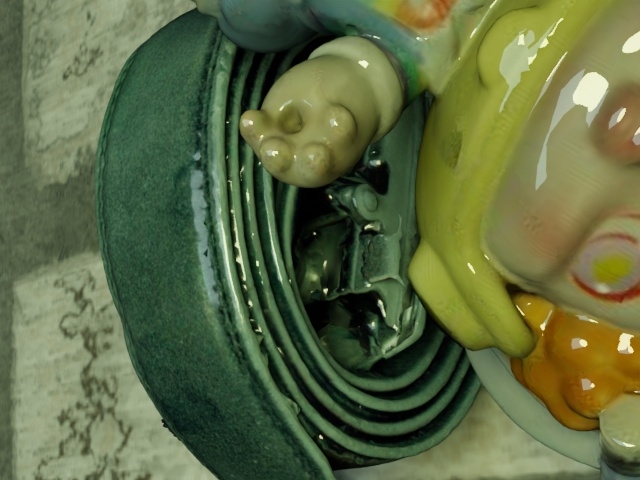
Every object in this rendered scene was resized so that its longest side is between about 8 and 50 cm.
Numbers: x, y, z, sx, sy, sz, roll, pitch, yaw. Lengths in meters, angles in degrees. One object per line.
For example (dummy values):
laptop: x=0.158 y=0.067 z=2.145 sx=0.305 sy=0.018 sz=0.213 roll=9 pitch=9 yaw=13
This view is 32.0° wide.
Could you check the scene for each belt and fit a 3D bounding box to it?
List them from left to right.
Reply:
belt: x=0.000 y=0.000 z=0.535 sx=0.116 sy=0.206 sz=0.268 roll=-17 pitch=68 yaw=42

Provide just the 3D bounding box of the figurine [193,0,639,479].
figurine: x=0.076 y=-0.083 z=0.418 sx=0.224 sy=0.382 sz=0.205 roll=-44 pitch=11 yaw=4
